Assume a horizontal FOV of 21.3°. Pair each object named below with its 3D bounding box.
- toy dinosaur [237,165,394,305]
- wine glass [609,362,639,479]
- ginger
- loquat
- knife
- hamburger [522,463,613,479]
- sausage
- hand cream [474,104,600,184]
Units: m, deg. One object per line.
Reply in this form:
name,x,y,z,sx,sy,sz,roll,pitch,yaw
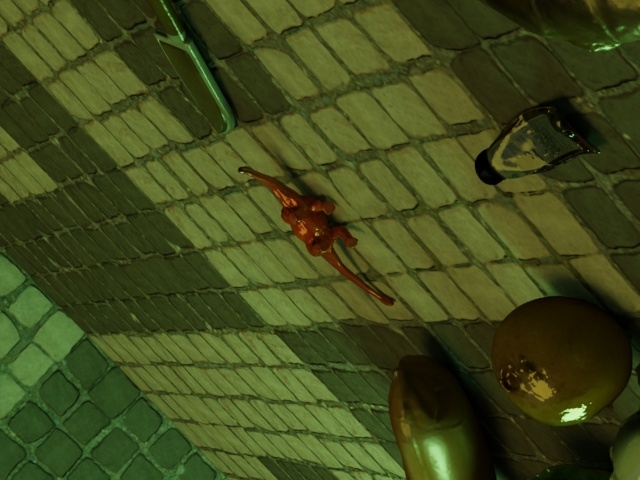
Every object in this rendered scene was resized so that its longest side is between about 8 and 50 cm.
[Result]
toy dinosaur,0.004,-0.004,2.050,0.279,0.055,0.101,49,169,-21
wine glass,0.349,0.179,1.672,0.122,0.122,0.183,34,158,22
ginger,0.167,-0.203,1.223,0.263,0.109,0.116,24,170,45
loquat,0.245,0.122,1.728,0.141,0.141,0.141,37,160,16
knife,-0.161,-0.226,1.933,0.061,0.027,0.343,24,157,34
hamburger,0.325,0.374,2.018,0.246,0.170,0.246,10,110,29
sausage,0.156,0.267,2.209,0.116,0.134,0.354,11,150,22
hand cream,0.193,-0.085,1.541,0.062,0.039,0.163,48,154,-9
